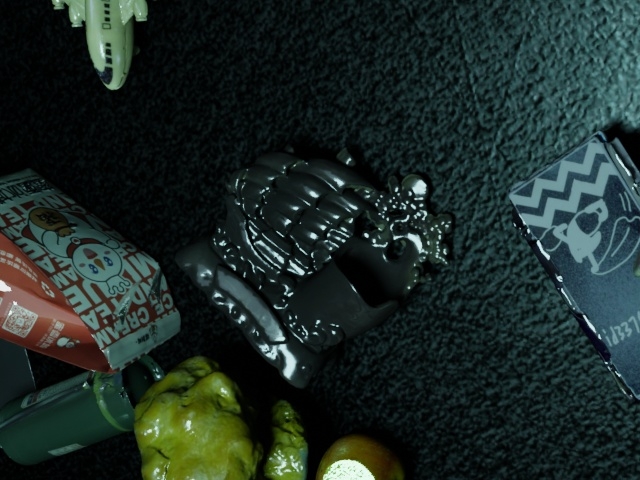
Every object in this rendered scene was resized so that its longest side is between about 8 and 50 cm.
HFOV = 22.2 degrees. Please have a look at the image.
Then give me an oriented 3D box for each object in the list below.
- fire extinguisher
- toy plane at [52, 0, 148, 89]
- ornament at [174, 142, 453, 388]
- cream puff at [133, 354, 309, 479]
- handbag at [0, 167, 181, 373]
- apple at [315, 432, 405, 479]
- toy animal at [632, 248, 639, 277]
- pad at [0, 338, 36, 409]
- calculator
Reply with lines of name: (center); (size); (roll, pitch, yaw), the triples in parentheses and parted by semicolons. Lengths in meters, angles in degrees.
fire extinguisher: (-0.329, 0.221, 2.038); (0.294, 0.118, 0.093); (-22, 79, 29)
toy plane: (-0.242, -0.296, 1.855); (0.229, 0.092, 0.244); (-1, 104, 27)
ornament: (0.000, 0.000, 1.806); (0.251, 0.106, 0.260); (44, 115, 10)
cream puff: (-0.097, 0.258, 1.852); (0.185, 0.282, 0.282); (-21, 93, 4)
handbag: (-0.320, 0.058, 1.952); (0.298, 0.171, 0.151); (37, 117, 17)
apple: (0.048, 0.278, 1.850); (0.102, 0.099, 0.114); (16, 85, 16)
toy animal: (0.359, -0.027, 1.501); (0.127, 0.251, 0.125); (-28, 86, 32)
pad: (-0.429, 0.146, 2.134); (0.112, 0.003, 0.157); (-10, 99, 31)
calculator: (0.309, 0.034, 1.657); (0.165, 0.028, 0.274); (-34, 86, 44)
